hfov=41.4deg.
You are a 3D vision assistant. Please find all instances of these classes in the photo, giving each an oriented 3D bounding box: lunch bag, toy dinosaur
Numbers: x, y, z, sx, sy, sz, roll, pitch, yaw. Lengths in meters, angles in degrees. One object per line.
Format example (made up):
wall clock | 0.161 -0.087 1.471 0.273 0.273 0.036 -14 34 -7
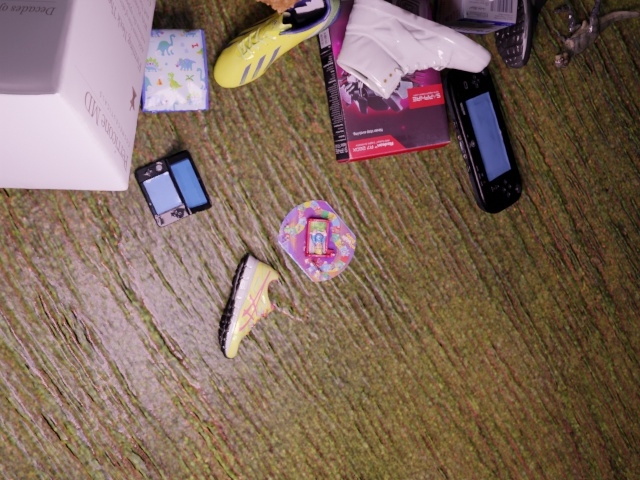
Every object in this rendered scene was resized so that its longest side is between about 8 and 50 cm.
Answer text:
lunch bag | -0.281 -0.317 1.602 0.128 0.096 0.151 -5 85 -17
toy dinosaur | 0.595 -0.487 1.890 0.268 0.064 0.118 -35 109 -15

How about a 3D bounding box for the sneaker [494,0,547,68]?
sneaker | 0.452 -0.515 1.821 0.124 0.107 0.284 -4 94 -23

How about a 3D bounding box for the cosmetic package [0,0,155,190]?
cosmetic package | -0.471 -0.320 1.316 0.327 0.329 0.394 2 70 5

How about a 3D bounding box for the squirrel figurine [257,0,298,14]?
squirrel figurine | -0.171 -0.592 1.514 0.281 0.370 0.397 -47 129 -11

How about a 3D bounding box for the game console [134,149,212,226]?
game console | -0.283 -0.098 1.625 0.107 0.071 0.122 -25 99 -15

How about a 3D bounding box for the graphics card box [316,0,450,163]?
graphics card box | 0.123 -0.358 1.729 0.232 0.094 0.371 -10 95 -16

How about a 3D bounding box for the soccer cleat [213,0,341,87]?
soccer cleat | -0.092 -0.392 1.608 0.289 0.121 0.093 -31 90 11

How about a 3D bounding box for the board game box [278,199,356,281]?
board game box | 0.000 0.000 1.739 0.133 0.033 0.169 -43 104 -11

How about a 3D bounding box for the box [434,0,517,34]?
box | 0.321 -0.478 1.760 0.126 0.137 0.072 1 94 -17

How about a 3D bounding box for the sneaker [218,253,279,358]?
sneaker | -0.138 0.139 1.678 0.094 0.081 0.209 19 86 -20

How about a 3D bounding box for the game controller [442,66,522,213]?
game controller | 0.346 -0.219 1.794 0.166 0.067 0.319 -31 104 -54

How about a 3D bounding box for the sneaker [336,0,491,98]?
sneaker | 0.176 -0.345 1.649 0.292 0.108 0.169 20 88 -8
